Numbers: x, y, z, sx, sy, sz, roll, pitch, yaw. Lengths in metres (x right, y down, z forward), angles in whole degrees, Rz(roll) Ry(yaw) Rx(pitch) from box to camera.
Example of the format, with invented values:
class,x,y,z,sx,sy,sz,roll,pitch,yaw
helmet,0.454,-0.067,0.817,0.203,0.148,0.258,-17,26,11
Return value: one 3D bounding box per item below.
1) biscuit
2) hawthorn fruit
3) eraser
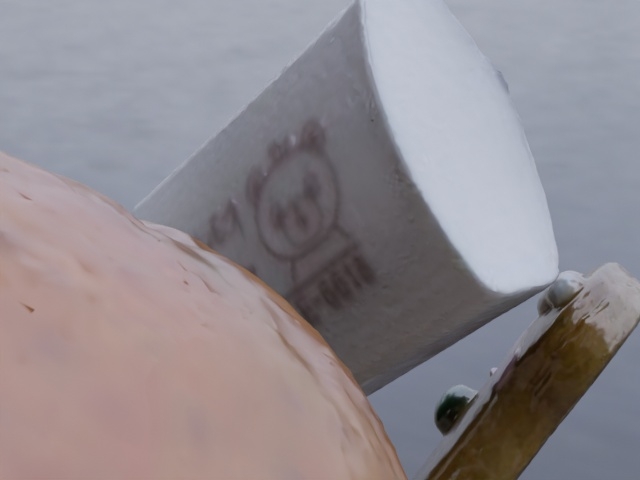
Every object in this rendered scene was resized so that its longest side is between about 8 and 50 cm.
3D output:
class,x,y,z,sx,sy,sz,roll,pitch,yaw
biscuit,0.033,0.183,0.933,0.064,0.432,0.283,38,0,9
hawthorn fruit,-0.183,0.168,0.507,0.471,0.472,0.472,2,16,-1
eraser,0.000,0.000,0.922,0.094,0.174,0.270,-10,-18,-37
